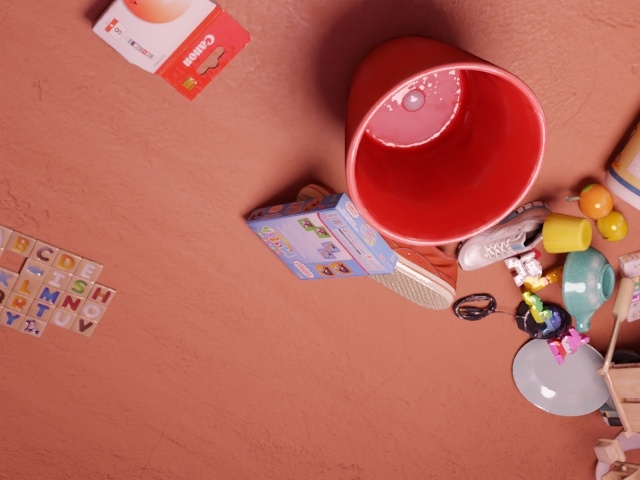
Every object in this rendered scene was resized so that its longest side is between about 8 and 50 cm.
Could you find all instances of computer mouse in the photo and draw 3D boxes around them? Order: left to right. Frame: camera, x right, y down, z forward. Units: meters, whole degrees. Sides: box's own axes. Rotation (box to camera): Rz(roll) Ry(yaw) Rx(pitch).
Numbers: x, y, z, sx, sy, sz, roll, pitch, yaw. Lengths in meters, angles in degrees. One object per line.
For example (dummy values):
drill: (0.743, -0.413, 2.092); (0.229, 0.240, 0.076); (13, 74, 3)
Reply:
computer mouse: (0.375, 0.144, 1.414); (0.242, 0.041, 0.071); (11, 100, -7)

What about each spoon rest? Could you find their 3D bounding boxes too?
spoon rest: (0.733, 0.465, 1.663); (0.137, 0.084, 0.276); (36, 98, -28)

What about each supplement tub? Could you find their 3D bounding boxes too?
supplement tub: (0.581, -0.148, 1.186); (0.144, 0.144, 0.200); (15, 119, -18)

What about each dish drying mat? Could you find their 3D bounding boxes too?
dish drying mat: (0.373, 0.016, 1.344); (0.083, 0.008, 0.032); (32, 112, -26)

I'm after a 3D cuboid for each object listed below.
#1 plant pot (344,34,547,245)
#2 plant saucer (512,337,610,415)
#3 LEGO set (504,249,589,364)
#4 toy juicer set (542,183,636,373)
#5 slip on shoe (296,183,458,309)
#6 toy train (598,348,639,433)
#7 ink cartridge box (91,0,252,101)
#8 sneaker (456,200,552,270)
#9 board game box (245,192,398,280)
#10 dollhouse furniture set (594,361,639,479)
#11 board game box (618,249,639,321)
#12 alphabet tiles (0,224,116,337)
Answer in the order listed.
plant pot: (0.154, -0.167, 1.049); (0.275, 0.243, 0.275); (-4, 123, -6)
plant saucer: (0.495, 0.269, 1.479); (0.195, 0.037, 0.195); (11, 120, 20)
LEGO set: (0.429, 0.102, 1.344); (0.093, 0.087, 0.227); (-28, 100, 13)
toy juicer set: (0.486, 0.048, 1.297); (0.089, 0.209, 0.329); (3, 130, 42)
slip on shoe: (0.102, -0.001, 1.244); (0.331, 0.101, 0.123); (32, 152, -14)
toy train: (0.722, 0.316, 1.468); (0.334, 0.142, 0.190); (-10, 124, 29)
ink cartridge box: (-0.209, -0.295, 1.031); (0.145, 0.045, 0.179); (-41, 117, 18)
sneaker: (0.328, 0.000, 1.277); (0.190, 0.083, 0.071); (-33, 110, 12)
board game box: (0.000, 0.000, 1.187); (0.211, 0.039, 0.160); (-8, 135, 44)
dollhouse furniture set: (0.643, 0.302, 1.358); (0.173, 0.303, 0.356); (-19, 88, -26)
board game box: (0.644, 0.082, 1.417); (0.103, 0.026, 0.154); (-18, 124, 4)
alphabet tiles: (-0.491, 0.087, 1.258); (0.237, 0.009, 0.198); (25, 116, -22)
